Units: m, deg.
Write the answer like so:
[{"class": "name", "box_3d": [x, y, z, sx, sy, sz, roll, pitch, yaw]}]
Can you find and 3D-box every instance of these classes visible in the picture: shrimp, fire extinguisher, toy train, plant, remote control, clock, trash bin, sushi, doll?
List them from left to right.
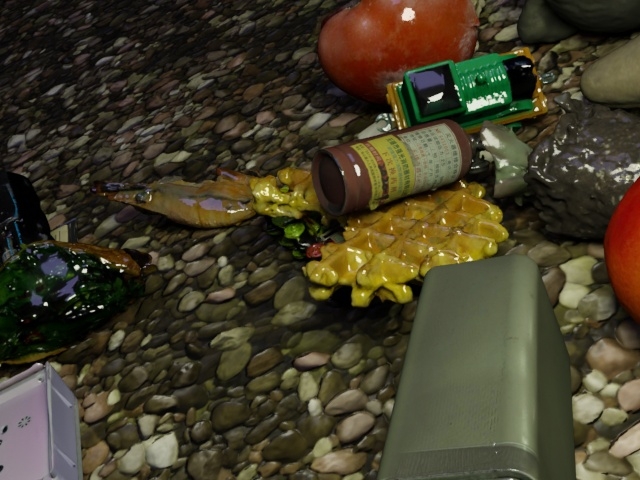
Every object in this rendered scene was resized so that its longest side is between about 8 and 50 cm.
[{"class": "remote control", "box_3d": [-0.483, -0.004, 1.464, 0.145, 0.062, 0.399, -34, 34, -8]}, {"class": "clock", "box_3d": [-0.340, 0.239, 1.066, 0.145, 0.073, 0.193, -26, 35, 1]}, {"class": "sushi", "box_3d": [-0.351, 0.076, 1.217, 0.287, 0.149, 0.140, -30, 38, -13]}, {"class": "shrimp", "box_3d": [-0.196, -0.062, 1.369, 0.262, 0.066, 0.117, 11, 34, 24]}, {"class": "toy train", "box_3d": [0.000, 0.000, 1.164, 0.085, 0.053, 0.250, -29, 35, -13]}, {"class": "fire extinguisher", "box_3d": [0.106, -0.099, 1.073, 0.252, 0.075, 0.106, -18, 33, -26]}, {"class": "toy train", "box_3d": [0.176, -0.174, 1.166, 0.228, 0.136, 0.091, -14, 81, 3]}, {"class": "trash bin", "box_3d": [0.137, 0.145, 0.789, 0.122, 0.164, 0.240, -11, 38, 23]}, {"class": "plant", "box_3d": [0.270, -0.073, 1.013, 0.203, 0.142, 0.131, 14, 60, 30]}, {"class": "doll", "box_3d": [0.380, -0.321, 1.161, 0.382, 0.252, 0.378, -12, 37, 32]}]

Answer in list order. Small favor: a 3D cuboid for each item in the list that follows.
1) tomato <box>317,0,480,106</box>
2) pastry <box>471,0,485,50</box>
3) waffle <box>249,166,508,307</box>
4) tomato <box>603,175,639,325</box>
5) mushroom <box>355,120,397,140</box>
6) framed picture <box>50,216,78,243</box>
[{"class": "tomato", "box_3d": [0.108, -0.242, 1.299, 0.228, 0.199, 0.112, -32, 42, 41]}, {"class": "pastry", "box_3d": [0.191, -0.347, 1.457, 0.122, 0.089, 0.258, -19, 31, 33]}, {"class": "waffle", "box_3d": [0.071, -0.019, 1.079, 0.260, 0.069, 0.293, -9, 31, -13]}, {"class": "tomato", "box_3d": [0.376, -0.010, 0.816, 0.260, 0.180, 0.259, -16, 38, 13]}, {"class": "mushroom", "box_3d": [0.134, -0.161, 1.285, 0.202, 0.054, 0.059, -20, 36, 18]}, {"class": "framed picture", "box_3d": [-0.444, 0.053, 1.429, 0.195, 0.010, 0.199, -27, 34, 1]}]
